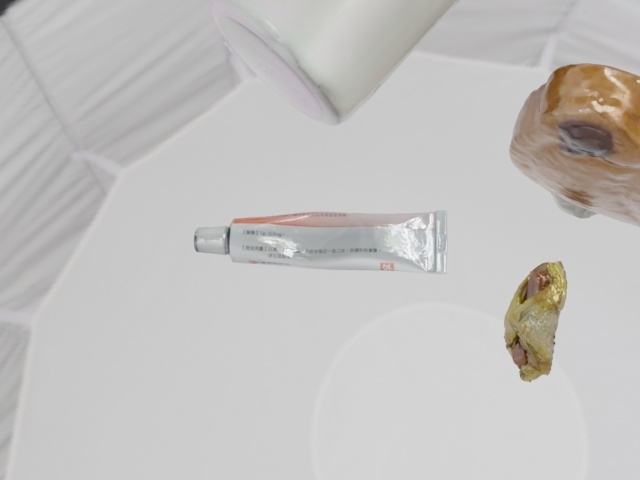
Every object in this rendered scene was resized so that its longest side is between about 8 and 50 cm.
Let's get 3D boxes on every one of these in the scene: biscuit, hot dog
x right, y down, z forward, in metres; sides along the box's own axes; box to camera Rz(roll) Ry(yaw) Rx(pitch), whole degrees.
[{"bbox_3d":[0.385,-0.039,0.925,0.350,0.455,0.078,26,-102,-64],"label":"biscuit"},{"bbox_3d":[0.264,0.105,1.371,0.061,0.078,0.169,-6,-70,-39],"label":"hot dog"}]

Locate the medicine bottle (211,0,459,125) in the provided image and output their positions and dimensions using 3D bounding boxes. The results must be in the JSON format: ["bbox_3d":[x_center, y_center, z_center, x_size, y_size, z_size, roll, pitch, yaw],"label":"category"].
[{"bbox_3d":[0.051,-0.261,0.996,0.293,0.170,0.170,-48,-15,-6],"label":"medicine bottle"}]

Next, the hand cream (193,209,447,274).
[{"bbox_3d":[0.000,-0.002,0.926,0.216,0.052,0.038,1,4,5],"label":"hand cream"}]

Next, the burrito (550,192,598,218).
[{"bbox_3d":[0.458,-0.149,1.328,0.139,0.101,0.445,32,-42,-29],"label":"burrito"}]
